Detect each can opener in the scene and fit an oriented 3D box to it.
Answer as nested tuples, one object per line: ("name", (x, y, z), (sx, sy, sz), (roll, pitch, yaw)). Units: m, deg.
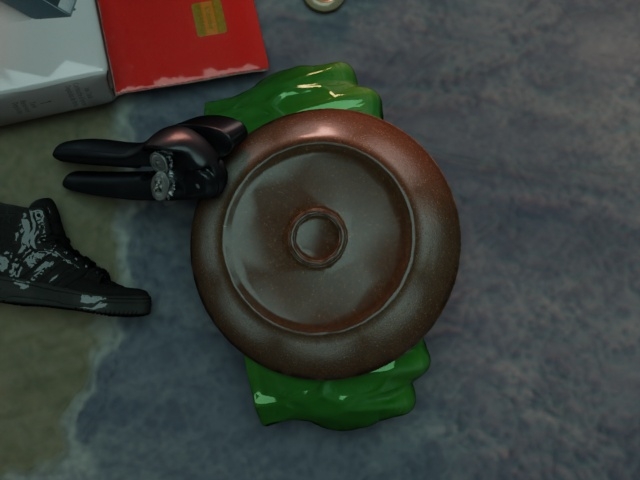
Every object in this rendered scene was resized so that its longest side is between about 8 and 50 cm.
("can opener", (-0.134, -0.053, 0.966), (0.073, 0.186, 0.059), (-25, 105, -47))

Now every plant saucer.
("plant saucer", (0.000, 0.000, 0.922), (0.198, 0.036, 0.199), (-1, 84, 9))

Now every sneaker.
("sneaker", (-0.210, 0.007, 0.995), (0.170, 0.051, 0.089), (6, 83, 2))

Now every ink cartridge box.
("ink cartridge box", (-0.198, -0.253, 1.033), (0.261, 0.066, 0.296), (-12, 76, -5))

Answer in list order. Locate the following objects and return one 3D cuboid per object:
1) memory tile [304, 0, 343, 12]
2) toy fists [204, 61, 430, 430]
("memory tile", (0.015, -0.268, 1.081), (0.113, 0.012, 0.148), (44, 80, 6))
("toy fists", (0.006, 0.004, 0.986), (0.142, 0.096, 0.279), (-11, 80, 8))
